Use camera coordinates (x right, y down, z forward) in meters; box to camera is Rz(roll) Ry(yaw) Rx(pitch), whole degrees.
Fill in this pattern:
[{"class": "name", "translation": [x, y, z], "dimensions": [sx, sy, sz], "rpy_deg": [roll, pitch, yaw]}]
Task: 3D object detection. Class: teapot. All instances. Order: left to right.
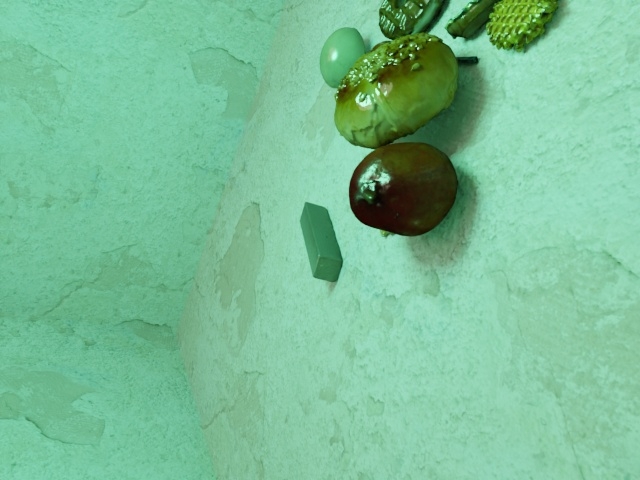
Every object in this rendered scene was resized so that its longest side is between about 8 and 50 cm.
[{"class": "teapot", "translation": [0.251, -0.699, 1.689], "dimensions": [0.173, 0.116, 0.116], "rpy_deg": [13, 88, 34]}]

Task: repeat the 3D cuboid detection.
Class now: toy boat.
[{"class": "toy boat", "translation": [0.481, -0.703, 1.289], "dimensions": [0.293, 0.108, 0.099], "rpy_deg": [-48, 65, 40]}]

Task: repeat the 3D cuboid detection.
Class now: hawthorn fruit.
[{"class": "hawthorn fruit", "translation": [0.221, -0.144, 1.272], "dimensions": [0.295, 0.311, 0.295], "rpy_deg": [169, 90, -74]}]

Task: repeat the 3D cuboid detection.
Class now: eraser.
[{"class": "eraser", "translation": [0.000, 0.001, 1.772], "dimensions": [0.077, 0.111, 0.353], "rpy_deg": [-54, 36, 36]}]

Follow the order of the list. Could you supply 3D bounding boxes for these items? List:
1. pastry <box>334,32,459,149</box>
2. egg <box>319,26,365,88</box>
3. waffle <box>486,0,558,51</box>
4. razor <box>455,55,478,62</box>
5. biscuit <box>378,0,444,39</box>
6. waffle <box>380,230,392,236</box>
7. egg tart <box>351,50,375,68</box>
[{"class": "pastry", "translation": [0.218, -0.460, 1.366], "dimensions": [0.409, 0.245, 0.410], "rpy_deg": [-30, 22, 14]}, {"class": "egg", "translation": [0.092, -0.767, 1.896], "dimensions": [0.186, 0.186, 0.253], "rpy_deg": [39, 110, 58]}, {"class": "waffle", "translation": [0.532, -0.601, 1.188], "dimensions": [0.193, 0.070, 0.197], "rpy_deg": [-42, 40, 44]}, {"class": "razor", "translation": [0.418, -0.563, 1.401], "dimensions": [0.190, 0.033, 0.066], "rpy_deg": [33, 150, 57]}, {"class": "biscuit", "translation": [0.334, -0.875, 1.620], "dimensions": [0.332, 0.103, 0.332], "rpy_deg": [-31, 52, 51]}, {"class": "waffle", "translation": [0.239, -0.072, 1.485], "dimensions": [0.135, 0.021, 0.092], "rpy_deg": [-53, 36, 33]}, {"class": "egg tart", "translation": [0.187, -0.568, 1.639], "dimensions": [0.171, 0.215, 0.215], "rpy_deg": [-142, 70, -70]}]
